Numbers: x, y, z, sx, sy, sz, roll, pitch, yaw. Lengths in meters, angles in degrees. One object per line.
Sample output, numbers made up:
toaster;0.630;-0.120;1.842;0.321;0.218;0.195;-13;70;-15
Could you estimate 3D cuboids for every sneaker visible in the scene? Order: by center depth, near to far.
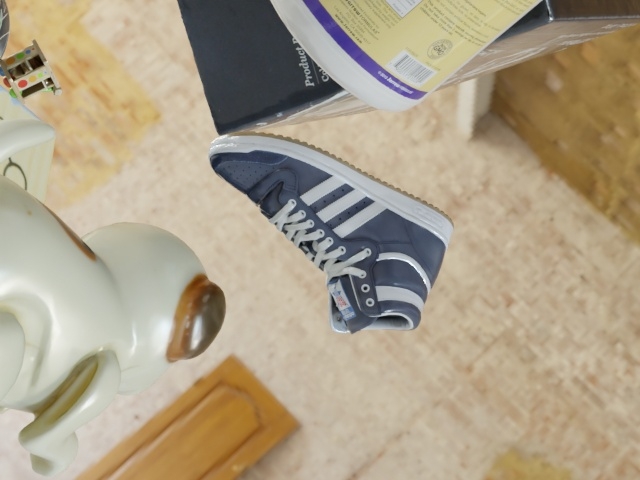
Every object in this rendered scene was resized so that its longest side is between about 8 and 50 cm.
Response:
sneaker;0.000;0.000;1.344;0.282;0.153;0.099;23;-23;-15

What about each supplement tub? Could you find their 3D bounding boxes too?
supplement tub;0.126;-0.314;1.282;0.241;0.331;0.241;40;26;-23

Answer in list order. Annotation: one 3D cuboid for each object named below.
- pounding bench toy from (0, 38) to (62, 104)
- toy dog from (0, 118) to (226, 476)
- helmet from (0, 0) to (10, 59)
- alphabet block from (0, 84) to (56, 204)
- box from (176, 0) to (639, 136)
pounding bench toy;-0.393;-0.216;1.747;0.052;0.065;0.083;56;-9;36
toy dog;-0.312;0.062;1.447;0.285;0.395;0.408;22;8;42
helmet;-0.481;-0.268;1.642;0.162;0.169;0.169;2;-37;31
alphabet block;-0.512;-0.096;1.820;0.193;0.197;0.192;-10;-30;24
box;0.132;-0.355;1.709;0.480;0.472;0.297;-19;94;-60
